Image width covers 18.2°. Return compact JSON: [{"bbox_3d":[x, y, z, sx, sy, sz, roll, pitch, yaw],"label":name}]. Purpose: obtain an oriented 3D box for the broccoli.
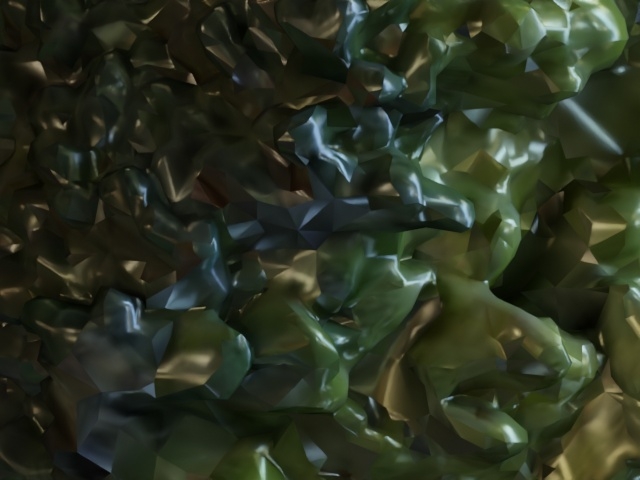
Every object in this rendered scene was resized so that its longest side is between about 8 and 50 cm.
[{"bbox_3d":[-0.015,0.002,0.424,0.288,0.260,0.235,-9,-157,49],"label":"broccoli"}]
